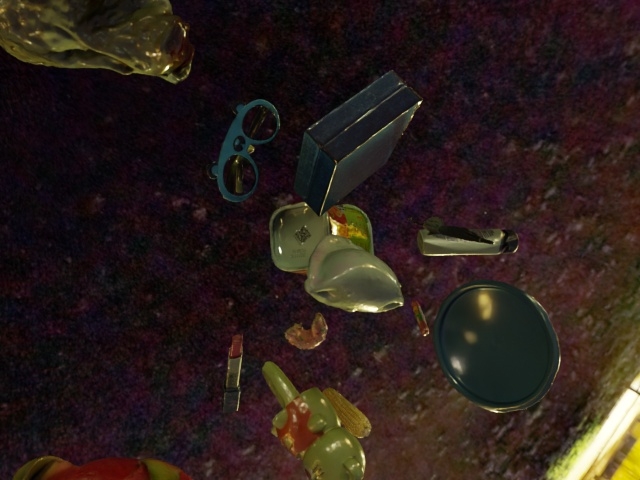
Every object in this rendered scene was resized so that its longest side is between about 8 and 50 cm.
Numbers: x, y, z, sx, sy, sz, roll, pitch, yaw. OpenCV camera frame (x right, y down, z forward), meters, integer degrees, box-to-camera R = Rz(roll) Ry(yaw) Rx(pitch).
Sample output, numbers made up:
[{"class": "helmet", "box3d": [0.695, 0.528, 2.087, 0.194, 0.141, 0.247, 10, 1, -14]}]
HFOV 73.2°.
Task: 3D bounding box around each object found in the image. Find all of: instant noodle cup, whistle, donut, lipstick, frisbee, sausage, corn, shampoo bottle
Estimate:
[{"class": "instant noodle cup", "box3d": [0.000, 0.000, 1.374, 0.294, 0.293, 0.307, -62, 156, 7]}, {"class": "whistle", "box3d": [-0.020, 0.337, 0.774, 0.106, 0.288, 0.131, -29, 149, -30]}, {"class": "donut", "box3d": [-0.043, 0.341, 1.553, 0.166, 0.065, 0.117, -30, 101, 23]}, {"class": "lipstick", "box3d": [-0.263, 0.400, 1.292, 0.051, 0.051, 0.313, 0, 126, -17]}, {"class": "frisbee", "box3d": [0.386, 0.231, 0.967, 0.049, 0.289, 0.290, 3, 112, -42]}, {"class": "sausage", "box3d": [0.351, 0.270, 1.523, 0.029, 0.223, 0.030, 1, 111, 1]}, {"class": "corn", "box3d": [0.078, 0.536, 1.345, 0.067, 0.206, 0.068, -19, 123, -32]}, {"class": "shampoo bottle", "box3d": [0.554, 0.009, 1.618, 0.358, 0.134, 0.078, 0, 120, 0]}]

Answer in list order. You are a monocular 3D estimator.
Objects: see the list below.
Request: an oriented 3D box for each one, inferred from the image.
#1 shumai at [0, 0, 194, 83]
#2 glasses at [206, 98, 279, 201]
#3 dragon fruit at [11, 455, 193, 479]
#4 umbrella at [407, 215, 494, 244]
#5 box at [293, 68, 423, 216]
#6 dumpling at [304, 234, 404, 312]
[{"class": "shumai", "box3d": [-0.356, -0.323, 0.698, 0.271, 0.222, 0.204, -27, 101, 7]}, {"class": "glasses", "box3d": [-0.162, -0.196, 1.012, 0.207, 0.102, 0.239, 56, 54, -83]}, {"class": "dragon fruit", "box3d": [-0.194, 0.312, 0.382, 0.223, 0.227, 0.225, -3, 97, -24]}, {"class": "umbrella", "box3d": [0.242, -0.019, 0.809, 0.044, 0.269, 0.044, 34, 89, -22]}, {"class": "box", "box3d": [0.074, -0.218, 1.015, 0.261, 0.116, 0.279, -38, 171, -19]}, {"class": "dumpling", "box3d": [0.051, 0.063, 0.758, 0.216, 0.149, 0.105, 7, 106, -37]}]
